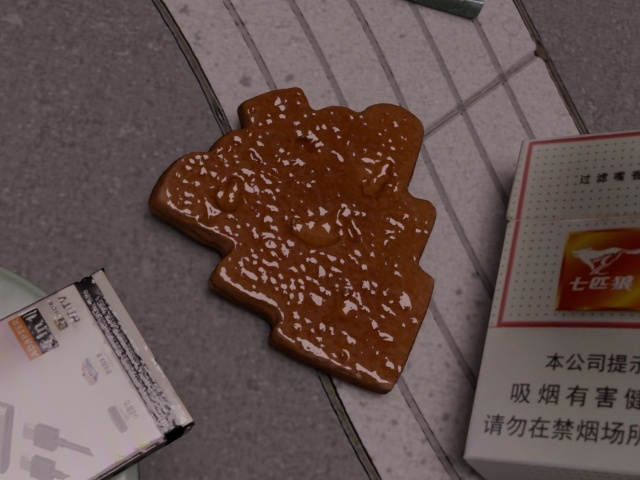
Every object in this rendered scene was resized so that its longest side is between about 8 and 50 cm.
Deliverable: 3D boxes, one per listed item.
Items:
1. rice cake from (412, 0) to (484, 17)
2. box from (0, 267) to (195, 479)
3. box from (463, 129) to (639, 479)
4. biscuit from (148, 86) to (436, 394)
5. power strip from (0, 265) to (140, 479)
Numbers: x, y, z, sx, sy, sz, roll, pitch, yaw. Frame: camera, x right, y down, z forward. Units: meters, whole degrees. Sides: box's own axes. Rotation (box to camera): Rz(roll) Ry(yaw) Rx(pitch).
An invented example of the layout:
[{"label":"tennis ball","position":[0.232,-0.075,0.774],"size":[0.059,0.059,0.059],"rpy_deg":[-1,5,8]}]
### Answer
[{"label":"rice cake","position":[0.097,-0.277,1.060],"size":[0.171,0.033,0.029],"rpy_deg":[16,65,-7]},{"label":"box","position":[-0.215,0.128,0.626],"size":[0.247,0.033,0.129],"rpy_deg":[-29,79,-25]},{"label":"box","position":[0.263,0.058,0.867],"size":[0.210,0.095,0.330],"rpy_deg":[-2,58,32]},{"label":"biscuit","position":[0.000,0.000,0.911],"size":[0.284,0.043,0.306],"rpy_deg":[-15,74,-21]},{"label":"power strip","position":[-0.289,0.185,0.689],"size":[0.357,0.161,0.357],"rpy_deg":[6,66,-13]}]
